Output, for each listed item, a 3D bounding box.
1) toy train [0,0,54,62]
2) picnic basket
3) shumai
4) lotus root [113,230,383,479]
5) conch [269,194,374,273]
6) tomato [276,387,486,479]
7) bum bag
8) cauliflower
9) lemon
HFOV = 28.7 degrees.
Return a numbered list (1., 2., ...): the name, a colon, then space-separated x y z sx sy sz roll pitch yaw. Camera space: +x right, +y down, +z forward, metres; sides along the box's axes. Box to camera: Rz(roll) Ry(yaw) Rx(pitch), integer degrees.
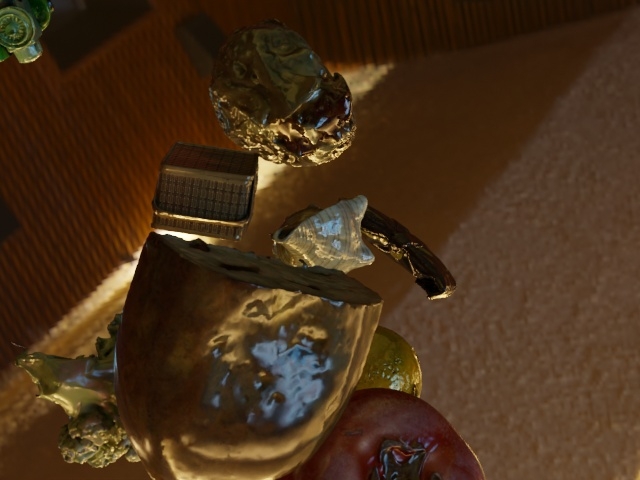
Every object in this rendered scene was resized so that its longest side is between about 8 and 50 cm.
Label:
1. toy train: -0.351 -0.282 1.205 0.119 0.251 0.085 -14 -161 11
2. picnic basket: -0.135 -0.061 1.499 0.115 0.079 0.164 7 -165 -1
3. shumai: -0.051 -0.194 1.874 0.189 0.256 0.218 -42 -156 3
4. lotus root: -0.082 0.150 1.272 0.267 0.260 0.149 14 -169 -40
5. conch: 0.010 0.006 1.544 0.137 0.114 0.234 -34 -177 -9
6. tomato: 0.067 0.328 1.580 0.270 0.270 0.227 -32 171 -29
7. bum bag: 0.117 0.007 1.941 0.060 0.232 0.107 -51 166 8
8. cauliflower: -0.349 0.234 1.963 0.256 0.315 0.239 -48 -140 22
9. lemon: 0.063 0.209 1.856 0.173 0.173 0.206 -34 -139 -32
